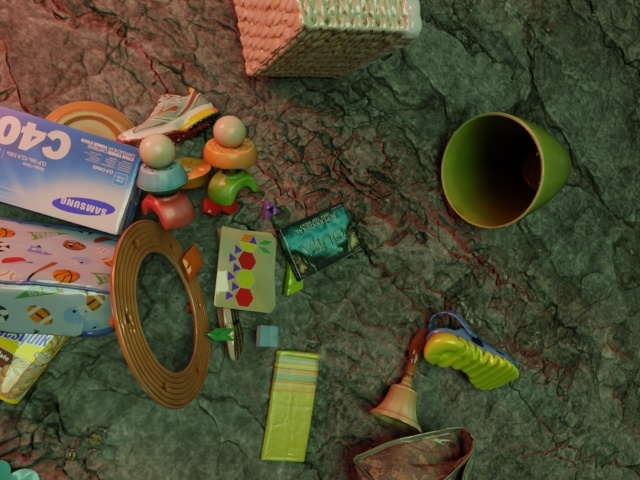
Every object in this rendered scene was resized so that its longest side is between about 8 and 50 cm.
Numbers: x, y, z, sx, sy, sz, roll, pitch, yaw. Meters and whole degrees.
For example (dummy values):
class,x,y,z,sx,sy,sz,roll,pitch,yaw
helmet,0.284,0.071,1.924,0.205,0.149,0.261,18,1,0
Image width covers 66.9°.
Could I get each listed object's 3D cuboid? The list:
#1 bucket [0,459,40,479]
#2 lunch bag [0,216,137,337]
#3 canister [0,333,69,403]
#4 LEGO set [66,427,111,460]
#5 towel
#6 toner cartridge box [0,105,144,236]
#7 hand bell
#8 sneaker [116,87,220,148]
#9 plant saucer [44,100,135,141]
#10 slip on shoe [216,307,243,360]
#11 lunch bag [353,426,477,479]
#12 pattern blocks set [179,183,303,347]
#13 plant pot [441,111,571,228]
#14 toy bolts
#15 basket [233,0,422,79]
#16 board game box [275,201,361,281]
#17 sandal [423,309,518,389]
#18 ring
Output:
class,x,y,z,sx,sy,sz,roll,pitch,yaw
bucket,-0.522,0.509,0.758,0.281,0.281,0.183,40,77,-14
lunch bag,-0.473,0.055,0.841,0.303,0.243,0.115,11,114,-22
canister,-0.541,0.190,0.877,0.126,0.073,0.170,37,75,-14
LEGO set,-0.441,0.385,0.930,0.083,0.023,0.054,-9,86,-9
towel,-0.067,0.366,1.080,0.102,0.021,0.238,10,83,-15
toner cartridge box,-0.505,-0.133,0.877,0.347,0.075,0.165,16,83,-7
hand bell,0.214,0.321,1.163,0.126,0.126,0.242,32,63,-16
sneaker,-0.320,-0.243,0.996,0.093,0.088,0.225,51,53,0
plant saucer,-0.456,-0.182,0.962,0.199,0.037,0.200,2,84,-22
slip on shoe,-0.196,0.188,1.033,0.041,0.051,0.136,-5,97,17
lunch bag,0.227,0.561,1.067,0.286,0.169,0.236,-13,117,-23
pattern blocks set,-0.159,0.059,1.032,0.285,0.026,0.325,22,66,-31
plant pot,0.512,-0.186,1.248,0.293,0.274,0.275,-10,89,-38
toy bolts,-0.255,-0.151,0.906,0.228,0.218,0.159,-38,140,-43
basket,-0.007,-0.527,0.991,0.266,0.331,0.329,-13,97,-27
board game box,0.000,0.000,1.118,0.186,0.026,0.126,-26,95,-31
sandal,0.378,0.270,1.215,0.317,0.126,0.138,35,33,-28
ring,-0.282,0.129,0.869,0.032,0.336,0.337,-15,91,7
